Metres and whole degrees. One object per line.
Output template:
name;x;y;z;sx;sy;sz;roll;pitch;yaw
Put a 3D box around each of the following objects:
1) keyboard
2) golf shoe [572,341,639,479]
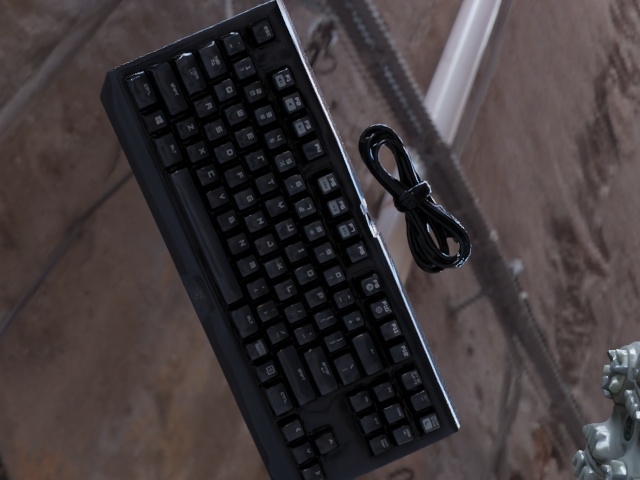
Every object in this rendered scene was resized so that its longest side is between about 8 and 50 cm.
keyboard;0.000;0.000;0.542;0.108;0.023;0.180;-25;-80;-8
golf shoe;0.133;0.081;0.399;0.086;0.176;0.069;16;-71;-7
